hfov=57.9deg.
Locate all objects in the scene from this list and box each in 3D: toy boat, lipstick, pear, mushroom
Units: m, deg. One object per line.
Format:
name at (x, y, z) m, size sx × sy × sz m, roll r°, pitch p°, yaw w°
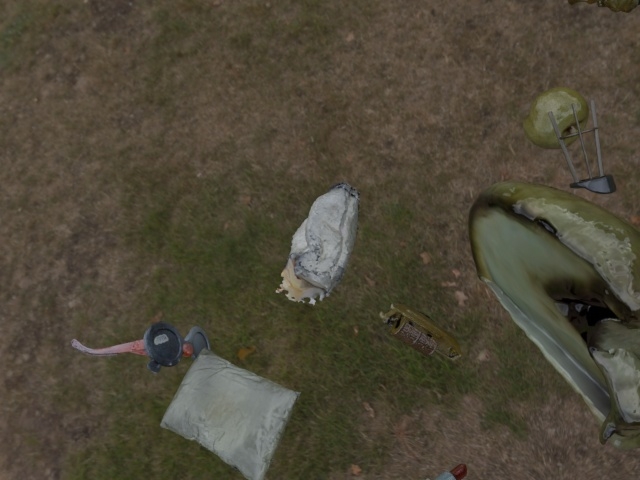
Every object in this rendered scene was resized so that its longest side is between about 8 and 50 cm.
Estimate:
toy boat at (0.243, 0.228, 1.388) m, size 0.068 × 0.226 × 0.088 m, roll -45°, pitch 16°, yaw 41°
lipstick at (0.149, 0.320, 0.741) m, size 0.129 × 0.030 × 0.030 m, roll -19°, pitch 28°, yaw -36°
pear at (0.621, -0.323, 1.522) m, size 0.167 × 0.167 × 0.136 m, roll -33°, pitch 51°, yaw 6°
mushroom at (0.290, 0.034, 0.586) m, size 0.212 × 0.217 × 0.291 m, roll -13°, pitch 41°, yaw 2°

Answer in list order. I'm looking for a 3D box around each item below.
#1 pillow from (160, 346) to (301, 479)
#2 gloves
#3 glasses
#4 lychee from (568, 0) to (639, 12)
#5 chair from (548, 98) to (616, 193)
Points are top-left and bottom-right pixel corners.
pillow at (-0.142, 0.266, 0.896) m, size 0.230 × 0.050 × 0.148 m, roll 14°, pitch 81°, yaw 37°
gloves at (0.004, 0.001, 0.728) m, size 0.071 × 0.114 × 0.153 m, roll 22°, pitch 63°, yaw -12°
glasses at (-0.411, 0.270, 1.354) m, size 0.269 × 0.234 × 0.117 m, roll -15°, pitch 74°, yaw 23°
lychee at (0.382, -0.495, 0.786) m, size 0.270 × 0.319 × 0.269 m, roll 0°, pitch 33°, yaw 0°
chair at (0.595, -0.205, 1.322) m, size 0.095 × 0.104 × 0.221 m, roll -18°, pitch 90°, yaw 55°
